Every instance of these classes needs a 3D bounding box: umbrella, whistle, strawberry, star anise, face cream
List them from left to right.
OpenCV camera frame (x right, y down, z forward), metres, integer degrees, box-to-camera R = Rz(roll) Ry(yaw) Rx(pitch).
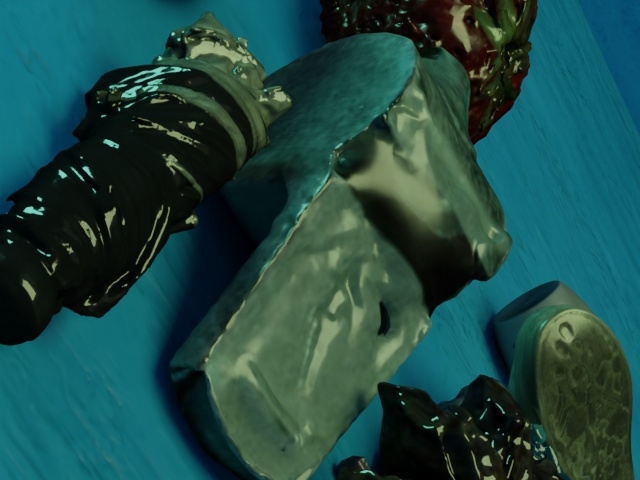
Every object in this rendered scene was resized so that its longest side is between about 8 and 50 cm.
[{"bbox_3d":[-0.129,-0.035,0.949,0.113,0.106,0.358,54,31,-11],"label":"umbrella"},{"bbox_3d":[0.023,0.000,1.124,0.168,0.188,0.405,57,24,-29],"label":"whistle"},{"bbox_3d":[0.103,-0.213,1.524,0.274,0.220,0.274,-52,153,-40],"label":"strawberry"},{"bbox_3d":[0.097,0.216,1.070,0.236,0.109,0.223,2,100,-40],"label":"star anise"},{"bbox_3d":[0.257,0.111,1.710,0.104,0.117,0.117,57,22,-7],"label":"face cream"}]

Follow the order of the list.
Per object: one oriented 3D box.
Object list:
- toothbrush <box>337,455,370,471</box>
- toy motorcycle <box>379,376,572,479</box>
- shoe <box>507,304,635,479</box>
[{"bbox_3d":[0.091,0.331,1.214,0.354,0.024,0.029,66,29,-10],"label":"toothbrush"},{"bbox_3d":[0.150,0.251,1.268,0.206,0.154,0.260,8,57,-54],"label":"toy motorcycle"},{"bbox_3d":[0.207,0.177,1.468,0.124,0.159,0.316,-31,124,-28],"label":"shoe"}]
